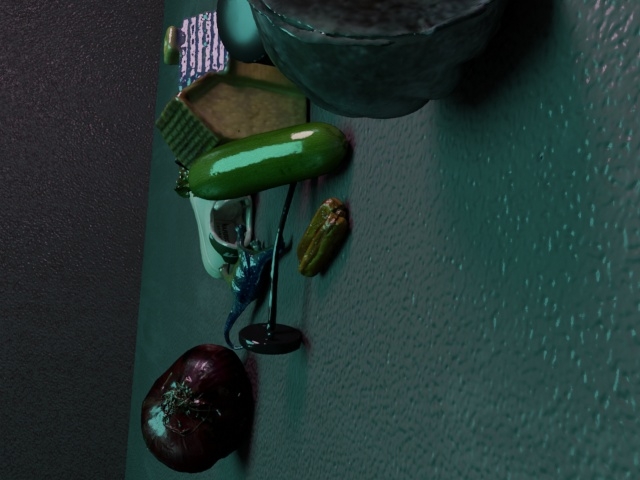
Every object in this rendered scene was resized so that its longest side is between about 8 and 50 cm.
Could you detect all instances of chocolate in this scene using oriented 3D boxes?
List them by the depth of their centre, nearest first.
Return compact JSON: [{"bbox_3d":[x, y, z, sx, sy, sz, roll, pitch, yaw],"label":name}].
[{"bbox_3d":[0.066,-0.246,0.875,0.213,0.303,0.303,82,179,-57],"label":"chocolate"}]

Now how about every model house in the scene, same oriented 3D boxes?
[{"bbox_3d":[-0.178,-0.278,1.515,0.261,0.266,0.321,150,123,-61],"label":"model house"}]

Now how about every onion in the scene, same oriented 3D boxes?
[{"bbox_3d":[-0.257,0.346,1.663,0.221,0.281,0.281,23,113,23],"label":"onion"}]

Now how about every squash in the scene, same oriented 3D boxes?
[{"bbox_3d":[-0.114,-0.128,1.332,0.378,0.101,0.101,-10,74,38],"label":"squash"}]

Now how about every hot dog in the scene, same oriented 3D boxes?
[{"bbox_3d":[0.000,0.000,1.272,0.165,0.045,0.071,119,147,-49],"label":"hot dog"}]

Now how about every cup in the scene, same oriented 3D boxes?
[{"bbox_3d":[-0.061,-0.355,1.324,0.169,0.176,0.223,-41,73,37],"label":"cup"}]

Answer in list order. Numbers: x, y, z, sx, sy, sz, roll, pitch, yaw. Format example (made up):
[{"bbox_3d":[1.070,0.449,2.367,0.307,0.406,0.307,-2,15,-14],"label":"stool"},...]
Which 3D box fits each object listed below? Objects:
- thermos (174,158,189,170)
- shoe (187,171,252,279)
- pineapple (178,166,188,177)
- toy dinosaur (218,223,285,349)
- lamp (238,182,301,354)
[{"bbox_3d":[-0.207,-0.302,1.704,0.109,0.136,0.330,19,83,40],"label":"thermos"},{"bbox_3d":[-0.220,-0.105,1.782,0.160,0.131,0.363,131,135,-59],"label":"shoe"},{"bbox_3d":[-0.304,-0.282,2.097,0.125,0.125,0.251,-167,87,-70],"label":"pineapple"},{"bbox_3d":[-0.151,0.072,1.625,0.363,0.076,0.147,-62,37,40],"label":"toy dinosaur"},{"bbox_3d":[-0.078,0.015,1.391,0.108,0.130,0.371,146,125,-76],"label":"lamp"}]
